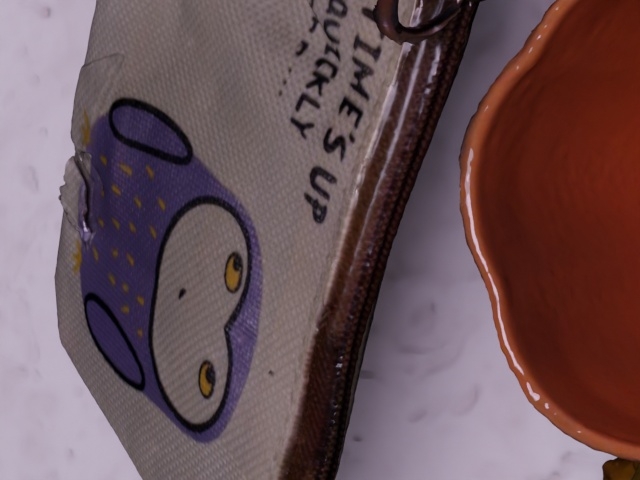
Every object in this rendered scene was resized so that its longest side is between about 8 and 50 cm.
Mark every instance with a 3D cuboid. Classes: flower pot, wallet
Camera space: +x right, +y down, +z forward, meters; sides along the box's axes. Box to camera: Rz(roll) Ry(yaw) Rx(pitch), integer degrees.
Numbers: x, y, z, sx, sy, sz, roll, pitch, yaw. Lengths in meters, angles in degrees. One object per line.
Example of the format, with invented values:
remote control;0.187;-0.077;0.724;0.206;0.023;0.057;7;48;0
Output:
flower pot;0.175;-0.011;0.719;0.190;0.173;0.190;2;93;36
wallet;-0.035;-0.032;0.804;0.275;0.068;0.335;44;124;54

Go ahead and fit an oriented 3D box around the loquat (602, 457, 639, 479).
loquat;0.175;0.138;0.756;0.163;0.137;0.163;-1;83;9
